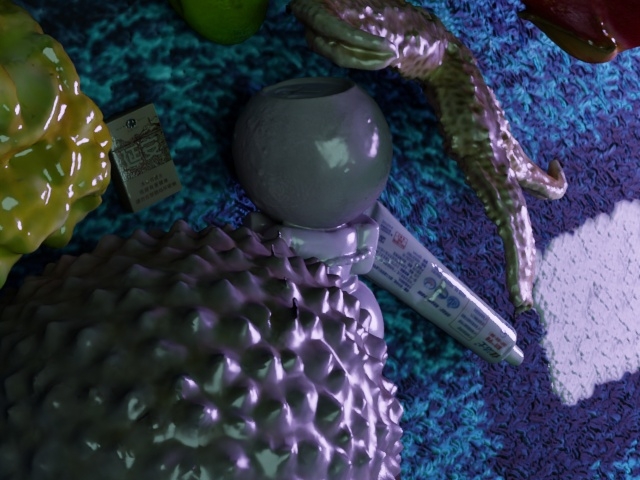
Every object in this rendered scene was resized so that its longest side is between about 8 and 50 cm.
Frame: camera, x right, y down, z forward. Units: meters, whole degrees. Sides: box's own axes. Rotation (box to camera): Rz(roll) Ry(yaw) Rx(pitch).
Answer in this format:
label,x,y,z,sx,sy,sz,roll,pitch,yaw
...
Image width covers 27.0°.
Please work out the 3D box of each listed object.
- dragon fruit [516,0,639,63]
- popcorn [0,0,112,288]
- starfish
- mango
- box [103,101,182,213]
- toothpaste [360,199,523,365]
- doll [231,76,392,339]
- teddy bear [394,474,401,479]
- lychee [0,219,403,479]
label,x,y,z,sx,sy,sz,roll,pitch,yaw
dragon fruit,0.241,-0.336,1.242,0.225,0.305,0.306,17,87,-29
popcorn,-0.286,-0.066,0.935,0.242,0.235,0.250,43,47,-5
starfish,0.125,-0.111,1.218,0.082,0.324,0.432,-32,120,18
mango,-0.087,-0.251,1.127,0.119,0.100,0.178,-30,121,-31
box,-0.158,-0.072,1.150,0.053,0.024,0.083,-30,115,-29
toothpaste,0.121,0.057,1.358,0.268,0.047,0.069,38,94,-31
doll,0.000,0.000,1.208,0.151,0.151,0.287,-17,111,-33
teddy bear,0.034,0.192,1.281,0.078,0.119,0.160,-29,121,18
lychee,-0.120,0.180,1.012,0.432,0.380,0.380,-49,122,-35
